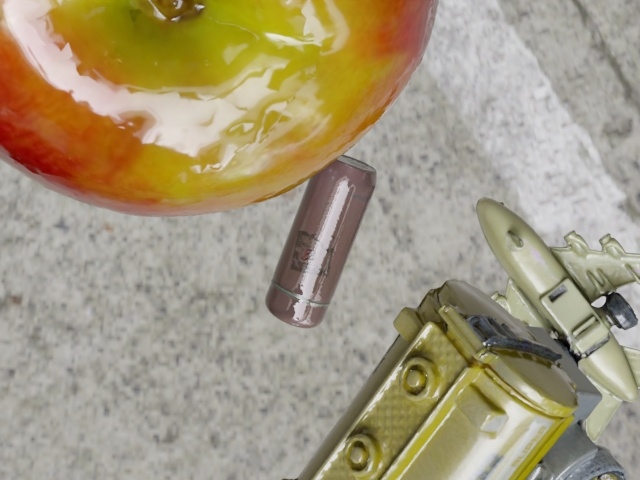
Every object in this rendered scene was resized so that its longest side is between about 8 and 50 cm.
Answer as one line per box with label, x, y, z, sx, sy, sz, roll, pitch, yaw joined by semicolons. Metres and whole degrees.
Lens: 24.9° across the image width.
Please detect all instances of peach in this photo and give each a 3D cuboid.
peach;-0.112;-0.210;0.960;0.388;0.388;0.388;-2;128;-2

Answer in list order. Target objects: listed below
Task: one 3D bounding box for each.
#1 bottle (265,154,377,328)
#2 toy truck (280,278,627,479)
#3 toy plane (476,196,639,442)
bottle;0.000;0.000;1.169;0.053;0.053;0.140;17;103;-16
toy truck;0.019;0.068;0.352;0.063;0.052;0.123;14;119;-44
toy plane;0.222;0.060;1.321;0.229;0.092;0.244;-38;102;1
